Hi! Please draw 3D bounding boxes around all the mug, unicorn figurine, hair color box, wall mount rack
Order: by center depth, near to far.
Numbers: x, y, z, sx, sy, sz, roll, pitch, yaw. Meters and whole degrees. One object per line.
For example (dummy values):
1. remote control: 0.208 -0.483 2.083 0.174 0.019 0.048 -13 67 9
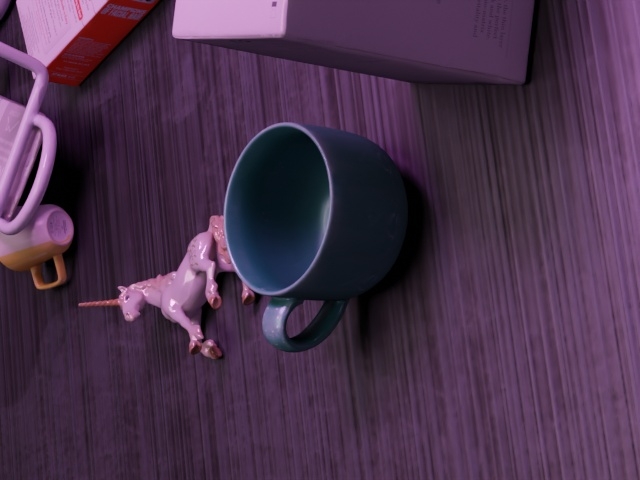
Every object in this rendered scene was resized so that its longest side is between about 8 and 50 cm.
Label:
1. mug: -0.002 -0.009 1.426 0.129 0.097 0.158 52 124 39
2. unicorn figurine: -0.113 0.045 1.590 0.162 0.060 0.111 -46 50 15
3. hair color box: -0.211 -0.226 1.740 0.167 0.053 0.093 -39 57 42
4. wall mount rack: -0.372 -0.048 1.772 0.350 0.130 0.304 21 89 65
5. mug: -0.261 -0.001 1.775 0.064 0.078 0.062 -14 37 39

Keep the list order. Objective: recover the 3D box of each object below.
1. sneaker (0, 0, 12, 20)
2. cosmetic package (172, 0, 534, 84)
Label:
1. sneaker: -0.398 -0.205 1.923 0.083 0.098 0.224 52 123 40
2. cosmetic package: 0.034 -0.234 1.316 0.138 0.224 0.224 7 90 53
